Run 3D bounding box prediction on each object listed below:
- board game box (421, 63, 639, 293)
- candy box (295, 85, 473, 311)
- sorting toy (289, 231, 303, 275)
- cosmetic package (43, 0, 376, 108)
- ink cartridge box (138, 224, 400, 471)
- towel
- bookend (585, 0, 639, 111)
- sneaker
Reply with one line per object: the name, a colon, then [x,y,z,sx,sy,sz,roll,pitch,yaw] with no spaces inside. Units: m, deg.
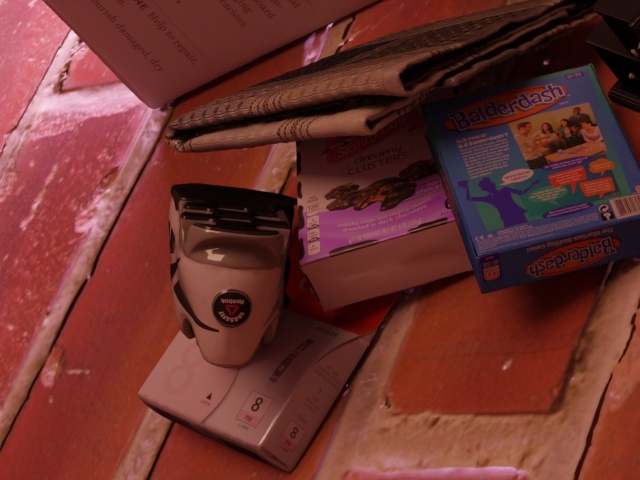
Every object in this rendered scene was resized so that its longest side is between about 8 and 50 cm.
board game box: [0.186,-0.056,1.690,0.160,0.047,0.210,-13,43,-1]
candy box: [0.065,-0.045,1.814,0.164,0.070,0.196,-17,42,13]
sorting toy: [0.000,0.000,1.916,0.062,0.012,0.083,-9,49,38]
cosmetic package: [-0.114,-0.422,2.190,0.393,0.327,0.329,-24,40,26]
ink cartridge box: [-0.040,0.083,1.824,0.189,0.066,0.232,16,72,48]
towel: [0.066,-0.152,1.837,0.312,0.056,0.324,-26,11,-41]
bookend: [0.278,-0.174,1.684,0.072,0.157,0.156,-49,36,-6]
sneaker: [-0.086,0.030,1.800,0.122,0.146,0.330,5,11,1]
